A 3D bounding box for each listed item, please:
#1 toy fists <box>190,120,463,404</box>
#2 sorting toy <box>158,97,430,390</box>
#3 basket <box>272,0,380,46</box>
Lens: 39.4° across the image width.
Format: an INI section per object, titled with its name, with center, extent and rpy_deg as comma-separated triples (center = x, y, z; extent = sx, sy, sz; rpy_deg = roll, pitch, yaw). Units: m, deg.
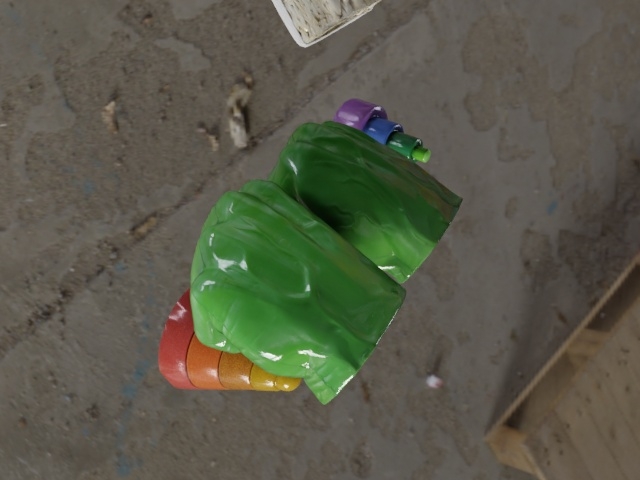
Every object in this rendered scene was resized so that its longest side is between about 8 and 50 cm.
[toy fists]
center = 0.000, 0.000, 0.667
extent = 0.142, 0.096, 0.279
rpy_deg = 39, 39, 1
[sorting toy]
center = -0.003, 0.014, 0.892
extent = 0.365, 0.126, 0.127
rpy_deg = -55, 148, -20
[basket]
center = 0.000, -0.322, 1.009
extent = 0.113, 0.103, 0.167
rpy_deg = -35, 105, -24
